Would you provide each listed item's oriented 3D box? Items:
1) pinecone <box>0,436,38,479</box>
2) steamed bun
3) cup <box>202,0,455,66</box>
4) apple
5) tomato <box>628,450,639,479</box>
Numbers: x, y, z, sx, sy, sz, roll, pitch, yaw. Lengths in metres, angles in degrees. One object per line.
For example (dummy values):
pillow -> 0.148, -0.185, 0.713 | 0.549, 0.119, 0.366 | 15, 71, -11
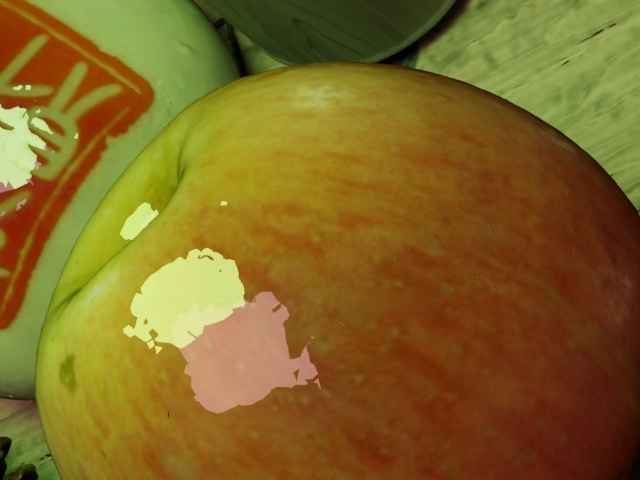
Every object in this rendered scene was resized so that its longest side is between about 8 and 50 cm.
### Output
pinecone -> -0.288, 0.242, 1.444 | 0.212, 0.168, 0.185 | 23, 89, 31
steamed bun -> -0.242, -0.064, 1.445 | 0.374, 0.241, 0.374 | -8, 73, 26
cup -> -0.005, -0.259, 1.326 | 0.288, 0.273, 0.208 | 13, 80, 33
apple -> 0.012, 0.066, 1.070 | 0.364, 0.364, 0.364 | -7, 76, 29
tomato -> 0.290, 0.157, 1.082 | 0.256, 0.224, 0.256 | -47, 27, 33
